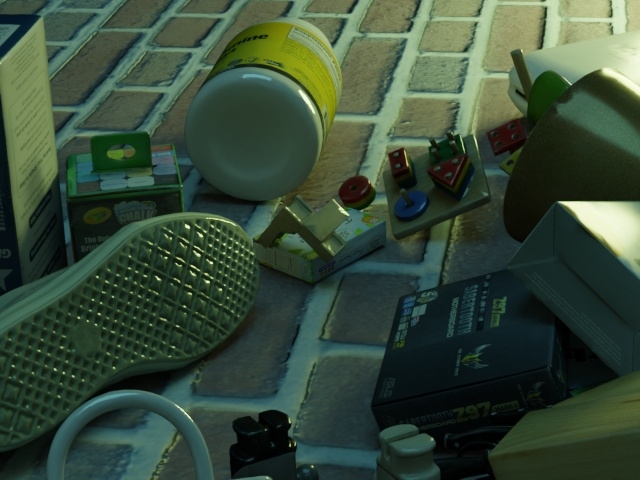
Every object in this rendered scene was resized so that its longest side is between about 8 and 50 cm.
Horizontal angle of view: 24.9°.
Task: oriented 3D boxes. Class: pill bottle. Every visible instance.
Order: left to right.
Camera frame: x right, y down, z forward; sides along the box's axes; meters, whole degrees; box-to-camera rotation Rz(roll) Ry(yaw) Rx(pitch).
[{"bbox_3d":[-0.070,-0.202,2.061,0.188,0.188,0.334,2,25,8],"label":"pill bottle"}]

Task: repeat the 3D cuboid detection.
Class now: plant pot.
[{"bbox_3d":[0.386,-0.041,1.685,0.254,0.237,0.237,34,41,31],"label":"plant pot"}]

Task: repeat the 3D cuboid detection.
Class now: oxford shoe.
[{"bbox_3d":[-0.237,0.085,1.524,0.130,0.169,0.449,-8,15,44],"label":"oxford shoe"}]

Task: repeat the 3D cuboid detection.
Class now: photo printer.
[{"bbox_3d":[0.453,-0.226,2.167,0.308,0.107,0.256,-14,28,-24],"label":"photo printer"}]

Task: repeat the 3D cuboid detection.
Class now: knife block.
[{"bbox_3d":[0.199,0.199,1.199,0.242,0.088,0.276,-23,7,-10],"label":"knife block"}]

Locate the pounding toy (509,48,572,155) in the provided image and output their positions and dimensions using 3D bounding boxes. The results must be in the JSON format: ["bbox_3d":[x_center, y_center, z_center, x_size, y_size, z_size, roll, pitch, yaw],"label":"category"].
[{"bbox_3d":[0.299,-0.134,1.957,0.110,0.183,0.237,-32,29,-2],"label":"pounding toy"}]

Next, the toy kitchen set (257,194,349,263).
[{"bbox_3d":[-0.013,-0.008,1.745,0.083,0.075,0.068,45,45,3],"label":"toy kitchen set"}]

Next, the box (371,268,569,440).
[{"bbox_3d":[0.159,0.111,1.474,0.183,0.059,0.232,-14,24,18],"label":"box"}]

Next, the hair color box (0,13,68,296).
[{"bbox_3d":[-0.358,-0.057,1.588,0.105,0.347,0.174,2,25,6],"label":"hair color box"}]

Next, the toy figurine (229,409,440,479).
[{"bbox_3d":[-0.004,0.247,1.178,0.213,0.148,0.209,2,20,14],"label":"toy figurine"}]

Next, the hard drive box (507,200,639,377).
[{"bbox_3d":[0.326,0.048,1.466,0.181,0.089,0.232,47,26,25],"label":"hard drive box"}]

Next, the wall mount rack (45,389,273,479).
[{"bbox_3d":[-0.170,0.287,0.988,0.304,0.350,0.130,-5,-11,-14],"label":"wall mount rack"}]

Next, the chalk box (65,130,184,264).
[{"bbox_3d":[-0.224,-0.031,1.679,0.132,0.213,0.132,-5,26,-7],"label":"chalk box"}]

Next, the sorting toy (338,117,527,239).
[{"bbox_3d":[0.149,-0.084,1.859,0.274,0.046,0.132,-22,39,14],"label":"sorting toy"}]

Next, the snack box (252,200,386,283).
[{"bbox_3d":[0.000,0.000,1.804,0.100,0.037,0.141,21,35,37],"label":"snack box"}]

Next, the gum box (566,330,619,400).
[{"bbox_3d":[0.280,0.136,1.495,0.157,0.041,0.184,0,26,5],"label":"gum box"}]
